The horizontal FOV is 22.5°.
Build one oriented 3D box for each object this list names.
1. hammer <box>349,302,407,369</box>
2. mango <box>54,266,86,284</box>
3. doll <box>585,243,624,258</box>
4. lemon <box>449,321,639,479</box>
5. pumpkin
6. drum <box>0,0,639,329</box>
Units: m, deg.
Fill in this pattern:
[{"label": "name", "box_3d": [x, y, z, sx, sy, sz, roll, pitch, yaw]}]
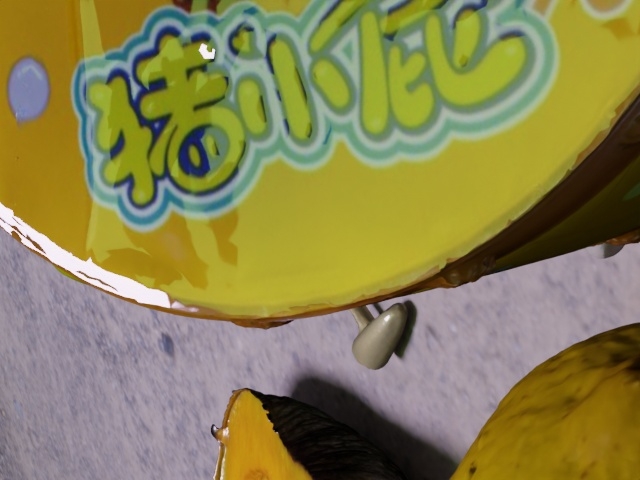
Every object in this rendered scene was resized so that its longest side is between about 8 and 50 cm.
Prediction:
[{"label": "hammer", "box_3d": [0.000, 0.000, 1.142, 0.195, 0.028, 0.060, 55, 144, 26]}, {"label": "mango", "box_3d": [-0.154, -0.090, 1.221, 0.185, 0.149, 0.273, 49, 142, 45]}, {"label": "doll", "box_3d": [0.025, -0.166, 0.839, 0.423, 0.161, 0.348, 7, 112, 43]}, {"label": "lemon", "box_3d": [0.177, 0.168, 0.694, 0.293, 0.293, 0.293, 40, 141, 42]}, {"label": "pumpkin", "box_3d": [-0.003, 0.170, 1.207, 0.278, 0.111, 0.163, 119, 140, -58]}, {"label": "drum", "box_3d": [0.015, -0.182, 0.608, 0.431, 0.214, 0.431, 5, 100, 34]}]
